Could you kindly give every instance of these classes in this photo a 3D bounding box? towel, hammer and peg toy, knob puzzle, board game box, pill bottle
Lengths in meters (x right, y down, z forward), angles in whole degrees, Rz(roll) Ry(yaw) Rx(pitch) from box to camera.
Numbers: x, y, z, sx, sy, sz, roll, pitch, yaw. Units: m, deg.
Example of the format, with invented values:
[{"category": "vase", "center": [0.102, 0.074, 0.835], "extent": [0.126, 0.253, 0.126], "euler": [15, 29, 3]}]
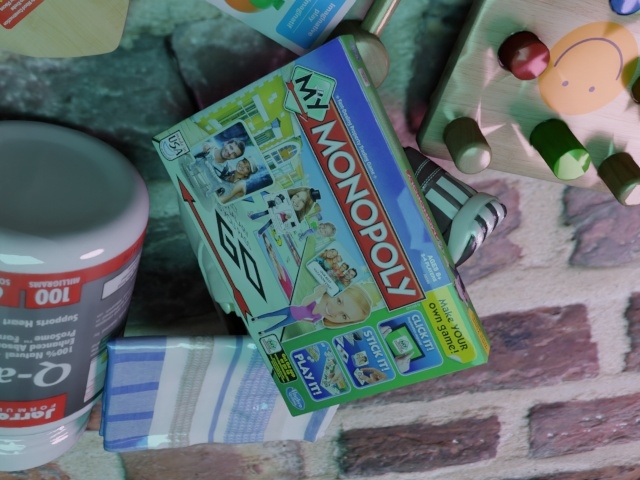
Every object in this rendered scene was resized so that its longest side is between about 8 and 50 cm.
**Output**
[{"category": "towel", "center": [-0.105, 0.180, 0.751], "extent": [0.285, 0.034, 0.209], "euler": [4, 134, -19]}, {"category": "hammer and peg toy", "center": [0.200, -0.179, 0.594], "extent": [0.361, 0.127, 0.266], "euler": [10, 128, -15]}, {"category": "knob puzzle", "center": [-0.247, -0.242, 0.553], "extent": [0.213, 0.030, 0.213], "euler": [-4, 130, -4]}, {"category": "board game box", "center": [0.000, 0.000, 0.619], "extent": [0.213, 0.046, 0.317], "euler": [-22, 99, 24]}, {"category": "pill bottle", "center": [-0.314, 0.075, 0.694], "extent": [0.210, 0.210, 0.363], "euler": [11, 128, -15]}]

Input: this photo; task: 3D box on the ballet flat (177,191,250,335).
[{"category": "ballet flat", "center": [-0.073, 0.072, 0.773], "extent": [0.139, 0.139, 0.400], "euler": [-9, 130, 0]}]

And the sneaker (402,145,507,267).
[{"category": "sneaker", "center": [0.080, -0.025, 0.729], "extent": [0.162, 0.106, 0.281], "euler": [43, 153, 3]}]

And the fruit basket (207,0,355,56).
[{"category": "fruit basket", "center": [-0.048, -0.319, 0.428], "extent": [0.353, 0.165, 0.327], "euler": [25, 121, -30]}]
